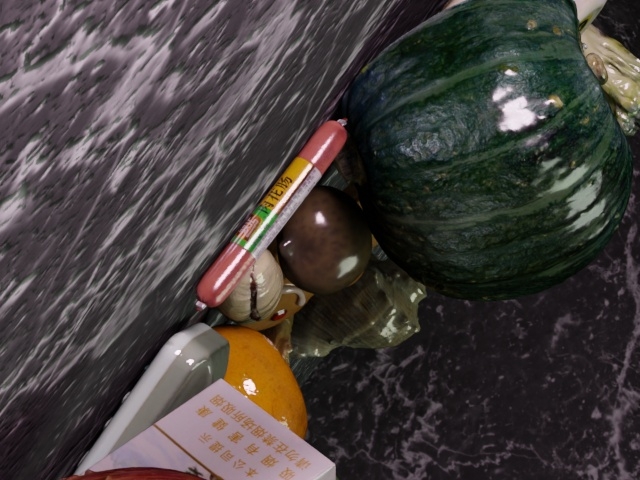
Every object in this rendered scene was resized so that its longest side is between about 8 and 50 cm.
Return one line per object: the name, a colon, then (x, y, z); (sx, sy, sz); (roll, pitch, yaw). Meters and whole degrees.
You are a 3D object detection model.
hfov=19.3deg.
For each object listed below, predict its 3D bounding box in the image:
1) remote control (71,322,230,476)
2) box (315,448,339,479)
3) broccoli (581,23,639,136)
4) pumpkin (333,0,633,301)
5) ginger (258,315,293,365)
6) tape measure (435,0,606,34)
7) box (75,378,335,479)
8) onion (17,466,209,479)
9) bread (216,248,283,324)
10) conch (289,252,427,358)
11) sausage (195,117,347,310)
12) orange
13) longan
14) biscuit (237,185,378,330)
remote control: (-0.192, 0.225, 1.713); (0.335, 0.065, 0.128); (-55, 173, 9)
box: (-0.079, 0.344, 1.810); (0.253, 0.177, 0.328); (-26, -172, 20)
broccoli: (0.260, -0.199, 2.216); (0.288, 0.245, 0.248); (-19, -163, -11)
pumpkin: (0.158, -0.058, 1.721); (0.263, 0.197, 0.293); (-22, 147, -1)
ginger: (-0.064, 0.121, 2.029); (0.193, 0.052, 0.176); (-39, -144, 7)
tape measure: (0.174, -0.206, 1.931); (0.231, 0.133, 0.271); (-43, 172, -28)
box: (-0.120, 0.229, 1.580); (0.233, 0.149, 0.067); (-33, 137, -31)
onion: (-0.174, 0.306, 1.287); (0.353, 0.354, 0.353); (-54, 175, -7)
bread: (-0.065, 0.050, 1.811); (0.073, 0.053, 0.214); (-50, 175, -8)
conch: (0.013, 0.077, 2.196); (0.245, 0.163, 0.178); (-26, 159, 4)
sausage: (-0.041, -0.025, 1.656); (0.223, 0.029, 0.029); (-53, 175, -18)
orange: (-0.084, 0.158, 1.821); (0.124, 0.156, 0.156); (-30, 169, -12)
longan: (0.000, 0.000, 1.826); (0.113, 0.092, 0.113); (-25, 124, -44)
biscuit: (0.011, 0.013, 1.950); (0.250, 0.036, 0.165); (-41, 152, 11)
